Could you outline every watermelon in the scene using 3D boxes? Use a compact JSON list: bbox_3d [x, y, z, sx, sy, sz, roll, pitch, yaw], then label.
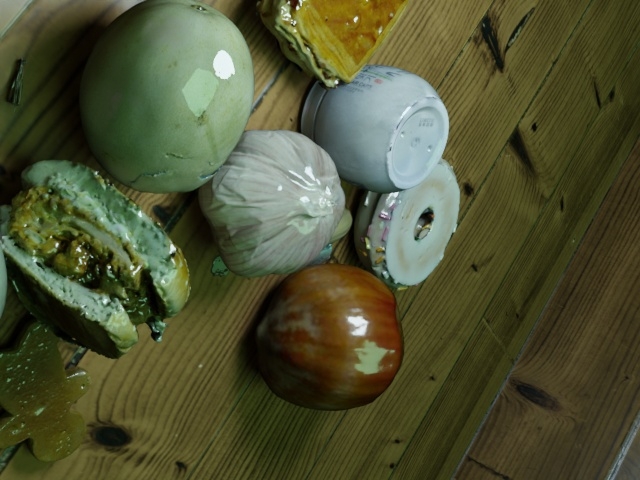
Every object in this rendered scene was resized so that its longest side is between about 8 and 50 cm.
[{"bbox_3d":[-0.001,-0.003,1.778,0.180,0.081,0.094,-67,169,9],"label":"watermelon"}]

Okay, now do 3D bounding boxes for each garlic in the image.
[{"bbox_3d":[-0.083,-0.084,1.456,0.318,0.259,0.317,-10,106,-41],"label":"garlic"}]

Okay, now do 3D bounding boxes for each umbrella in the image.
[{"bbox_3d":[-0.462,-0.236,1.114,0.020,0.031,0.083,15,95,-21],"label":"umbrella"}]

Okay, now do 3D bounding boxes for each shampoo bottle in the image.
[{"bbox_3d":[0.118,-0.251,1.611,0.273,0.266,0.272,-30,133,-37],"label":"shampoo bottle"}]

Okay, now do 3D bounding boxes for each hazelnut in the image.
[{"bbox_3d":[0.030,0.234,1.732,0.366,0.366,0.365,-26,127,-41],"label":"hazelnut"}]

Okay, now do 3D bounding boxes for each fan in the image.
[{"bbox_3d":[-0.208,0.040,1.580,0.056,0.004,0.083,13,98,-52],"label":"fan"}]

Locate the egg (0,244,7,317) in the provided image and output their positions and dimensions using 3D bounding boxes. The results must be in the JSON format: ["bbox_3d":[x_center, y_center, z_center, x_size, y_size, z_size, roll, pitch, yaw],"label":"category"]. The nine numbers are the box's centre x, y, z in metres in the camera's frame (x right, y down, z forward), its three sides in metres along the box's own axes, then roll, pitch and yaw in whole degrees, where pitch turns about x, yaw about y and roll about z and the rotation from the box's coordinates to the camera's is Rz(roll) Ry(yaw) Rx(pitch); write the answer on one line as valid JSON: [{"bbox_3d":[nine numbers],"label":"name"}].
[{"bbox_3d":[-0.555,0.020,0.939,0.258,0.259,0.352,-44,127,-28],"label":"egg"}]

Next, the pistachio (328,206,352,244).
[{"bbox_3d":[-0.021,-0.035,1.668,0.206,0.130,0.131,-24,121,-34],"label":"pistachio"}]

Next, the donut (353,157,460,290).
[{"bbox_3d":[0.225,-0.060,1.943,0.383,0.143,0.382,-26,126,-42],"label":"donut"}]

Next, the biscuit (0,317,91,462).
[{"bbox_3d":[-0.507,0.281,1.303,0.197,0.049,0.301,-35,133,-29],"label":"biscuit"}]

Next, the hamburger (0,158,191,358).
[{"bbox_3d":[-0.369,0.046,1.160,0.195,0.318,0.276,-49,171,-26],"label":"hamburger"}]

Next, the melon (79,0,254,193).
[{"bbox_3d":[-0.252,-0.225,1.180,0.269,0.268,0.330,-11,137,-48],"label":"melon"}]

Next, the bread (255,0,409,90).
[{"bbox_3d":[0.028,-0.497,1.462,0.324,0.167,0.277,-54,142,-3],"label":"bread"}]
